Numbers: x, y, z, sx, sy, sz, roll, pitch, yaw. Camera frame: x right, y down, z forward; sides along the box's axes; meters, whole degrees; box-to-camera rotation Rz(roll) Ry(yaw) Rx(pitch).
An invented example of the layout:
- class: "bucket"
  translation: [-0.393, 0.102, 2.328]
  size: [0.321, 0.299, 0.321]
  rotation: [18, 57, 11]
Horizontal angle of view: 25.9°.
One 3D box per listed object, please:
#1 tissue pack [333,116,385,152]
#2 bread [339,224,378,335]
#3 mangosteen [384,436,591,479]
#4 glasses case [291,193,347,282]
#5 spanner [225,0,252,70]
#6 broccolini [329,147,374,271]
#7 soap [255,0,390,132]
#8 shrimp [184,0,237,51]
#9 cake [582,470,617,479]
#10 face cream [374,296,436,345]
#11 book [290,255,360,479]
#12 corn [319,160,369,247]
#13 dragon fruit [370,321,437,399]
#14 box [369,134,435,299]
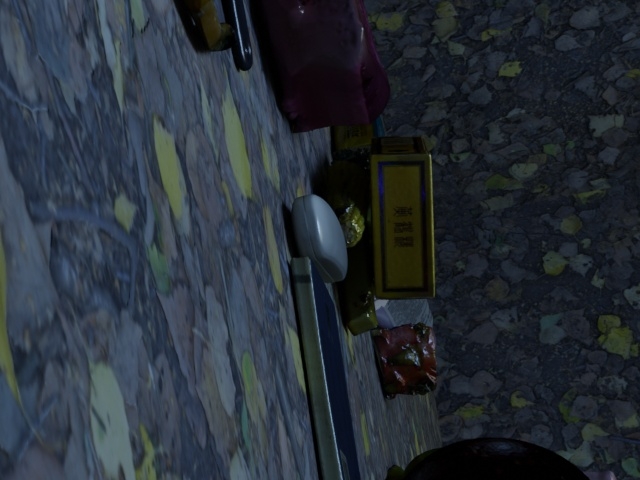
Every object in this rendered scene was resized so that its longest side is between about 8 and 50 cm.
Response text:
- class: "tissue pack"
  translation: [0.068, -0.145, 2.280]
  size: [0.169, 0.082, 0.120]
  rotation: [-91, 167, -58]
- class: "bread"
  translation: [0.048, 0.029, 1.955]
  size: [0.088, 0.049, 0.226]
  rotation: [69, 12, -61]
- class: "mangosteen"
  translation: [0.195, 0.361, 1.571]
  size: [0.313, 0.297, 0.296]
  rotation: [-16, 95, -80]
- class: "glasses case"
  translation: [0.000, 0.000, 1.560]
  size: [0.193, 0.049, 0.074]
  rotation: [56, 23, -77]
- class: "spanner"
  translation: [-0.103, -0.319, 1.335]
  size: [0.087, 0.024, 0.315]
  rotation: [-48, 128, -80]
- class: "broccolini"
  translation: [0.063, -0.024, 2.232]
  size: [0.392, 0.079, 0.074]
  rotation: [83, -11, -58]
- class: "soap"
  translation: [0.002, -0.249, 1.683]
  size: [0.325, 0.127, 0.220]
  rotation: [60, 18, -70]
- class: "shrimp"
  translation: [-0.100, -0.269, 1.184]
  size: [0.262, 0.051, 0.198]
  rotation: [-91, 175, -45]
- class: "cake"
  translation: [0.285, 0.471, 1.810]
  size: [0.306, 0.293, 0.314]
  rotation: [57, 33, -49]
- class: "face cream"
  translation: [0.131, 0.114, 2.343]
  size: [0.154, 0.096, 0.274]
  rotation: [-57, 152, -22]
- class: "book"
  translation: [0.011, 0.170, 1.485]
  size: [0.191, 0.025, 0.269]
  rotation: [65, 15, -70]
- class: "corn"
  translation: [0.031, -0.049, 1.859]
  size: [0.203, 0.072, 0.072]
  rotation: [-85, 163, -66]
- class: "dragon fruit"
  translation: [0.141, 0.214, 2.288]
  size: [0.096, 0.102, 0.147]
  rotation: [-92, 174, -45]
- class: "box"
  translation: [0.112, -0.039, 1.928]
  size: [0.301, 0.084, 0.192]
  rotation: [-74, 161, -81]
